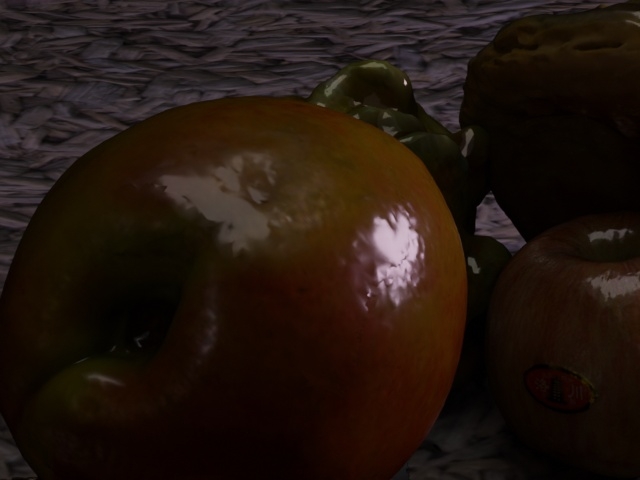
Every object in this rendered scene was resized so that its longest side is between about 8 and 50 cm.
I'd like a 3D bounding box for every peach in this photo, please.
[{"bbox_3d":[-0.050,0.052,1.246,0.307,0.308,0.332,6,8,21],"label":"peach"}]

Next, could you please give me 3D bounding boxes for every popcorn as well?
[{"bbox_3d":[-0.008,-0.002,1.615,0.321,0.290,0.326,-12,41,-30],"label":"popcorn"}]

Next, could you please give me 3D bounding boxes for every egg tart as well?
[{"bbox_3d":[0.337,-0.079,1.600,0.443,0.443,0.178,9,60,28],"label":"egg tart"}]

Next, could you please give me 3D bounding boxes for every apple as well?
[{"bbox_3d":[0.232,0.081,1.495,0.211,0.188,0.211,-6,21,2],"label":"apple"}]

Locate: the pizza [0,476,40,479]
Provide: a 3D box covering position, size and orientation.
[{"bbox_3d":[-0.278,0.243,1.266,0.391,0.080,0.435,10,22,29],"label":"pizza"}]

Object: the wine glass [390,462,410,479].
[{"bbox_3d":[-0.029,0.172,1.428,0.195,0.079,0.079,-3,20,0],"label":"wine glass"}]
